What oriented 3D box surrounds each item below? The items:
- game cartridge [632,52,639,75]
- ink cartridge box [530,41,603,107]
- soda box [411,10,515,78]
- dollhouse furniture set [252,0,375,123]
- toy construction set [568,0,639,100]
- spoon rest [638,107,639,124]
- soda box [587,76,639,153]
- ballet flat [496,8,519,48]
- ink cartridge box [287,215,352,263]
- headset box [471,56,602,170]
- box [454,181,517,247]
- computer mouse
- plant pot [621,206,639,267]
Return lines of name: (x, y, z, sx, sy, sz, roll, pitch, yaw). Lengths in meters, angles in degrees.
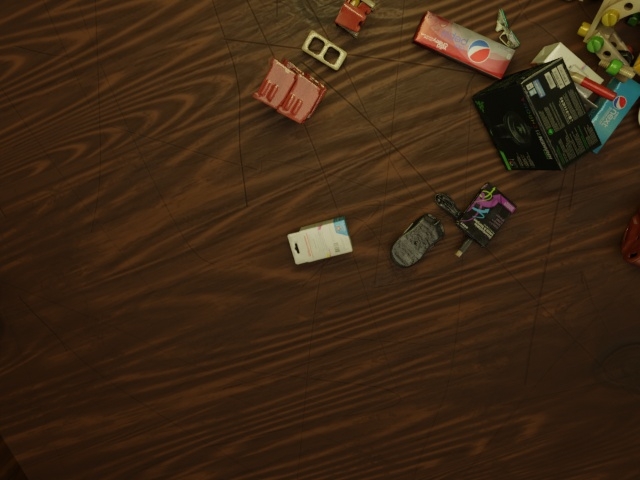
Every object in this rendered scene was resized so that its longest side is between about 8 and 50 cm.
game cartridge: (1.009, -0.470, 1.396, 0.324, 0.053, 0.285, 33, 77, -3)
ink cartridge box: (0.684, -0.448, 1.457, 0.198, 0.115, 0.067, 38, 104, -8)
soda box: (0.387, -0.532, 1.463, 0.263, 0.092, 0.083, 22, 107, -3)
dollhouse furniture set: (-0.012, -0.514, 1.437, 0.152, 0.201, 0.374, 31, 106, -5)
toy construction set: (0.706, -0.537, 1.336, 0.237, 0.257, 0.308, 31, 86, 10)
spoon rest: (1.026, -0.366, 1.475, 0.277, 0.084, 0.137, -10, 104, 5)
soda box: (0.801, -0.354, 1.500, 0.071, 0.067, 0.210, 30, 105, -5)
ballet flat: (0.508, -0.580, 1.472, 0.041, 0.041, 0.114, -30, 101, 11)
ink cartridge box: (0.000, 0.000, 1.650, 0.182, 0.061, 0.104, -14, 104, 7)
headset box: (0.559, -0.323, 1.422, 0.131, 0.283, 0.246, -32, 103, -5)
box: (0.493, -0.076, 1.593, 0.116, 0.029, 0.162, 39, 87, -7)
computer mouse: (0.346, 0.001, 1.634, 0.184, 0.060, 0.262, 41, 92, -3)
plant pot: (1.031, 0.012, 1.500, 0.265, 0.272, 0.272, 20, 106, 6)
